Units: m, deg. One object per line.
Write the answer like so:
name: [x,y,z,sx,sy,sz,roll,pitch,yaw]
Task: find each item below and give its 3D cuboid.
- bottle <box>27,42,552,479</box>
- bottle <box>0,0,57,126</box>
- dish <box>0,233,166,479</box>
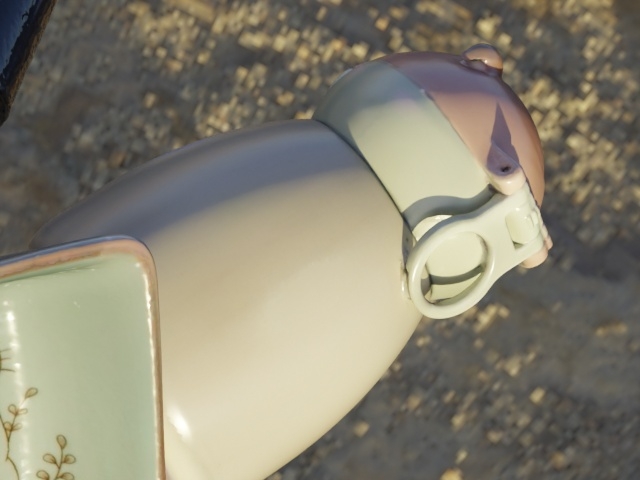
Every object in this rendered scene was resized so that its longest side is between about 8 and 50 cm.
bottle: [0.000,0.000,0.836,0.236,0.147,0.147,-34,72,-13]
bottle: [-0.161,-0.166,0.978,0.072,0.082,0.244,28,52,-16]
dish: [-0.138,0.105,0.681,0.154,0.234,0.064,-17,32,-30]
